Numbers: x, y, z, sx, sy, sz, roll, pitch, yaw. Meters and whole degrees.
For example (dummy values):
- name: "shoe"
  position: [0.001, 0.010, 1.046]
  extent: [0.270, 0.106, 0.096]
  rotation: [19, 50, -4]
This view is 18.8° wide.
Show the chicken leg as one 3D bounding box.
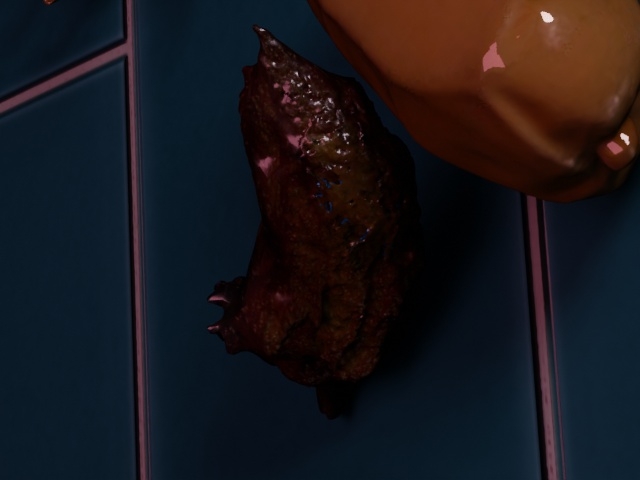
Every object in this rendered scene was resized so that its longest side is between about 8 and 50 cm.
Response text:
- name: "chicken leg"
  position: [0.000, 0.000, 0.954]
  extent: [0.063, 0.105, 0.234]
  rotation: [-84, 3, -48]

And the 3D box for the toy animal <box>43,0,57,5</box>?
- name: "toy animal"
  position: [-0.136, -0.214, 1.200]
  extent: [0.116, 0.114, 0.255]
  rotation: [-40, 45, -16]

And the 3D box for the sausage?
- name: "sausage"
  position: [0.068, -0.109, 0.891]
  extent: [0.120, 0.136, 0.241]
  rotation: [-51, 44, 16]
